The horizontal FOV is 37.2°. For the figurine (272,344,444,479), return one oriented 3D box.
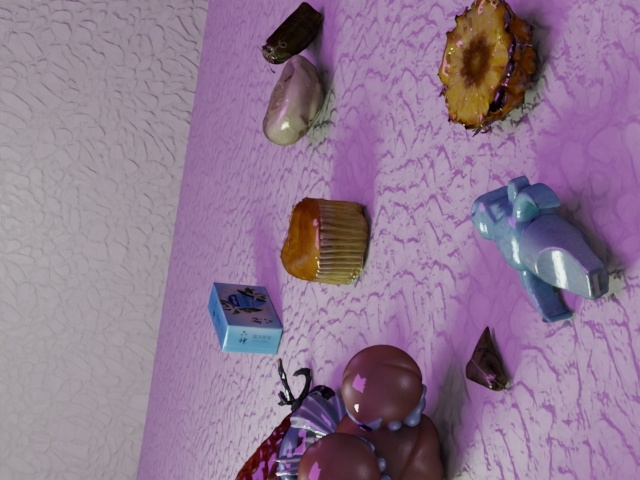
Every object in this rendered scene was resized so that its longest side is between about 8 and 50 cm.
[{"bbox_3d":[0.059,0.336,1.557,0.277,0.248,0.388,-65,16,-20],"label":"figurine"}]

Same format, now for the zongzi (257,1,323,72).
[{"bbox_3d":[-0.088,-0.469,2.319,0.187,0.084,0.184,-47,1,-23],"label":"zongzi"}]

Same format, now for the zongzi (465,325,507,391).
[{"bbox_3d":[0.247,0.169,1.360,0.076,0.040,0.083,17,83,63],"label":"zongzi"}]

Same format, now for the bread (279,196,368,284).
[{"bbox_3d":[0.000,0.000,1.953,0.250,0.133,0.179,-176,88,-72],"label":"bread"}]

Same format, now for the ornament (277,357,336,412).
[{"bbox_3d":[-0.035,0.328,2.027,0.236,0.080,0.202,-111,29,-53],"label":"ornament"}]

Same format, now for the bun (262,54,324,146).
[{"bbox_3d":[-0.056,-0.317,2.219,0.210,0.116,0.237,124,163,-46],"label":"bun"}]

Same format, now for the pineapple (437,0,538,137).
[{"bbox_3d":[0.251,-0.256,1.397,0.225,0.076,0.225,-176,90,-68],"label":"pineapple"}]

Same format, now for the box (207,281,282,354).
[{"bbox_3d":[-0.195,0.196,2.421,0.232,0.142,0.083,-123,43,-61],"label":"box"}]

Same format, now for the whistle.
[{"bbox_3d":[0.281,-0.004,1.226,0.274,0.093,0.186,-129,21,-60],"label":"whistle"}]

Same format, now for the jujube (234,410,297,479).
[{"bbox_3d":[-0.052,0.469,1.870,0.216,0.216,0.342,-107,36,-47],"label":"jujube"}]
